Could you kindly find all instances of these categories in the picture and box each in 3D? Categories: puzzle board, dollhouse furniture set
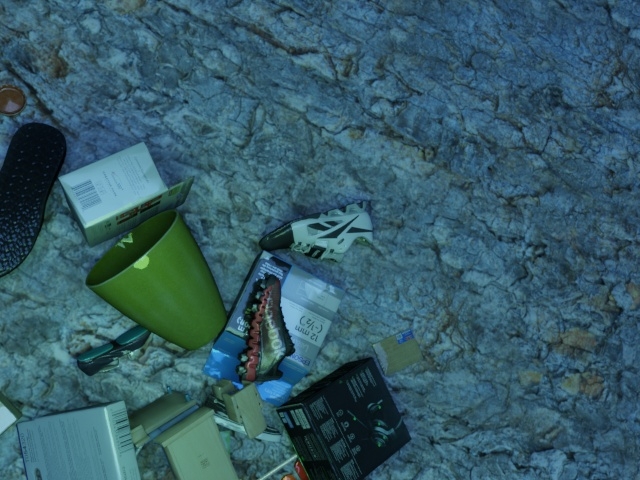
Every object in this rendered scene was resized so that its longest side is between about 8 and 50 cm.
[{"bbox_3d":[0.219,0.315,1.925,0.128,0.011,0.096,-21,87,-19],"label":"puzzle board"},{"bbox_3d":[-0.317,0.474,1.644,0.286,0.303,0.198,-28,108,-35],"label":"dollhouse furniture set"}]

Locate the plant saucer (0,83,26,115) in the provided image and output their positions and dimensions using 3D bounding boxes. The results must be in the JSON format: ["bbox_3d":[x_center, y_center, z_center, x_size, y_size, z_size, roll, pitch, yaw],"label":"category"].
[{"bbox_3d":[-0.793,-0.357,1.732,0.083,0.013,0.083,2,81,-17],"label":"plant saucer"}]

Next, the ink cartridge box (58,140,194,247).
[{"bbox_3d":[-0.462,-0.115,1.636,0.272,0.309,0.130,-27,90,-19],"label":"ink cartridge box"}]

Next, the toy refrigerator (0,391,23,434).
[{"bbox_3d":[-0.826,0.467,1.549,0.269,0.102,0.094,-42,94,-17],"label":"toy refrigerator"}]

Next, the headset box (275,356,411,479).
[{"bbox_3d":[0.070,0.468,1.756,0.283,0.131,0.246,-26,89,-39],"label":"headset box"}]

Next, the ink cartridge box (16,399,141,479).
[{"bbox_3d":[-0.544,0.549,1.558,0.071,0.330,0.324,-7,83,-57],"label":"ink cartridge box"}]

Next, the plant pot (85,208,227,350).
[{"bbox_3d":[-0.368,0.122,1.668,0.275,0.275,0.293,-44,113,-18],"label":"plant pot"}]

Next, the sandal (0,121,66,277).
[{"bbox_3d":[-0.746,-0.081,1.669,0.167,0.107,0.446,23,63,-11],"label":"sandal"}]

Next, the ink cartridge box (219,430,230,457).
[{"bbox_3d":[-0.283,0.586,1.708,0.109,0.062,0.209,1,81,-15],"label":"ink cartridge box"}]

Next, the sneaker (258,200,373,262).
[{"bbox_3d":[0.000,0.000,1.851,0.330,0.122,0.146,-16,84,-17],"label":"sneaker"}]

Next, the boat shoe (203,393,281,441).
[{"bbox_3d":[-0.195,0.457,1.747,0.219,0.078,0.070,23,77,-10],"label":"boat shoe"}]

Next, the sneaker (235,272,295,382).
[{"bbox_3d":[-0.121,0.222,1.679,0.135,0.097,0.276,11,85,-12],"label":"sneaker"}]

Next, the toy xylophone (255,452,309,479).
[{"bbox_3d":[-0.088,0.684,1.740,0.322,0.081,0.236,-24,89,-18],"label":"toy xylophone"}]

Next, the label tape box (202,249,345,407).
[{"bbox_3d":[-0.121,0.236,1.785,0.249,0.115,0.348,28,74,-10],"label":"label tape box"}]

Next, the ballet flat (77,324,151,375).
[{"bbox_3d":[-0.502,0.276,1.696,0.203,0.074,0.074,-27,90,-24],"label":"ballet flat"}]
